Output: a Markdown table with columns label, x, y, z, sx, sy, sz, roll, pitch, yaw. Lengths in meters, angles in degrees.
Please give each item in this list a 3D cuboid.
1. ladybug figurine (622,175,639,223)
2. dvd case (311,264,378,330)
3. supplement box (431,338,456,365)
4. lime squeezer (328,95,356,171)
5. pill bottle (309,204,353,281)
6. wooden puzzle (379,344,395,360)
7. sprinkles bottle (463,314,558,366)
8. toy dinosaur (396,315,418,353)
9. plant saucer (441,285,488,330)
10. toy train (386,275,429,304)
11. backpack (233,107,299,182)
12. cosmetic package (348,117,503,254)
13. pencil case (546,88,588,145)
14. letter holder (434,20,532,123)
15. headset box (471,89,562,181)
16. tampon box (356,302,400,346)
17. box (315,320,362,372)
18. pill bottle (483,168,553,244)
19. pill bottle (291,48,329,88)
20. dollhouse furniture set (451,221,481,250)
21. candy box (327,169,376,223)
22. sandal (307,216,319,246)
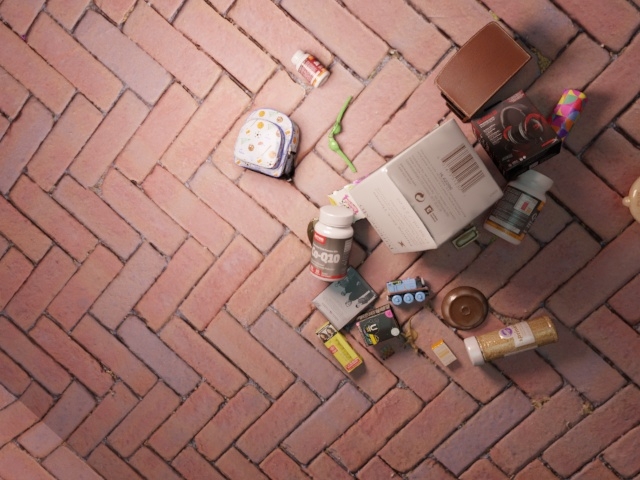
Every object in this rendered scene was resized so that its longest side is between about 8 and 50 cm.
| label | x | y | z | sx | sy | sz | roll | pitch | yaw |
| --- | --- | --- | --- | --- | --- | --- | --- | --- | --- |
| ladybug figurine | 1.364 | -0.165 | 1.712 | 0.448 | 0.162 | 0.306 | 0 | 99 | 8 |
| dvd case | 0.106 | 0.252 | 2.010 | 0.238 | 0.029 | 0.179 | -42 | 92 | 5 |
| supplement box | 0.538 | 0.489 | 1.997 | 0.062 | 0.036 | 0.098 | -37 | 92 | 12 |
| lime squeezer | 0.085 | -0.439 | 1.905 | 0.109 | 0.059 | 0.311 | -3 | 98 | 9 |
| pill bottle | 0.047 | 0.010 | 1.875 | 0.161 | 0.161 | 0.284 | 10 | 112 | 6 |
| wooden puzzle | 0.299 | 0.497 | 2.047 | 0.083 | 0.006 | 0.049 | -38 | 92 | 12 |
| sprinkles bottle | 0.788 | 0.418 | 1.908 | 0.355 | 0.121 | 0.121 | -20 | 96 | 10 |
| toy dinosaur | 0.382 | 0.411 | 2.009 | 0.092 | 0.053 | 0.183 | -13 | 105 | -6 |
| plant saucer | 0.618 | 0.294 | 1.956 | 0.198 | 0.036 | 0.199 | 1 | 99 | 7 |
| toy train | 0.371 | 0.212 | 1.958 | 0.184 | 0.080 | 0.105 | -10 | 92 | 10 |
| backpack | -0.219 | -0.407 | 1.886 | 0.276 | 0.213 | 0.264 | 19 | 91 | 8 |
| cosmetic package | 0.368 | -0.176 | 1.687 | 0.327 | 0.393 | 0.330 | -37 | 94 | -13 |
| pencil case | 0.928 | -0.462 | 1.763 | 0.104 | 0.104 | 0.237 | 28 | 100 | 3 |
| letter holder | 0.599 | -0.641 | 1.754 | 0.214 | 0.152 | 0.302 | 45 | 102 | 1 |
| headset box | 0.729 | -0.408 | 1.742 | 0.218 | 0.110 | 0.293 | -29 | 64 | 12 |
| tampon box | 0.251 | 0.366 | 1.984 | 0.160 | 0.101 | 0.121 | -24 | 96 | 11 |
| box | 0.083 | 0.470 | 2.047 | 0.087 | 0.058 | 0.232 | -39 | 92 | 10 |
| pill bottle | 0.779 | -0.135 | 1.801 | 0.162 | 0.162 | 0.279 | 29 | 102 | 3 |
| pill bottle | -0.043 | -0.701 | 1.866 | 0.152 | 0.086 | 0.086 | 43 | 102 | -1 |
| dollhouse furniture set | 0.562 | -0.036 | 1.862 | 0.144 | 0.123 | 0.151 | -36 | 93 | 9 |
| candy box | 0.168 | -0.175 | 1.927 | 0.233 | 0.071 | 0.159 | -27 | 95 | 12 |
| sandal | 0.000 | 0.000 | 1.989 | 0.089 | 0.060 | 0.220 | -17 | 111 | 6 |
